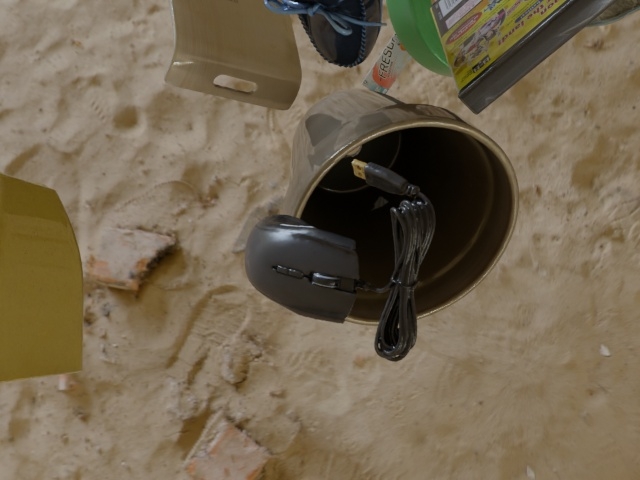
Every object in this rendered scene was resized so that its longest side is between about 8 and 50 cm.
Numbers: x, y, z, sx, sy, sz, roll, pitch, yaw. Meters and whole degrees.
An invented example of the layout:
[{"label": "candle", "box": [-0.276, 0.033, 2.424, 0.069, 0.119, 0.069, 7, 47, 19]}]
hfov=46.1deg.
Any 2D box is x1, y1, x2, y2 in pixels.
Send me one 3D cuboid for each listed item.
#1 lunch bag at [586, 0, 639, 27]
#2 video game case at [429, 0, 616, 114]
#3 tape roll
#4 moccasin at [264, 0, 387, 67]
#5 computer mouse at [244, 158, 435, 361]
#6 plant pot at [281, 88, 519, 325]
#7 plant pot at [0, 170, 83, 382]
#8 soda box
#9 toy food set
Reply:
[{"label": "lunch bag", "box": [0.592, -0.532, 1.478, 0.235, 0.287, 0.169, -33, 98, -15]}, {"label": "video game case", "box": [0.245, -0.290, 0.814, 0.275, 0.035, 0.248, -39, 29, 26]}, {"label": "tape roll", "box": [0.267, -0.451, 1.326, 0.077, 0.321, 0.321, 20, 85, 59]}, {"label": "moccasin", "box": [-0.016, -0.322, 0.866, 0.137, 0.342, 0.117, 6, 58, 23]}, {"label": "computer mouse", "box": [0.000, 0.000, 0.779, 0.262, 0.060, 0.184, 25, 109, 42]}, {"label": "plant pot", "box": [0.083, -0.085, 1.103, 0.323, 0.323, 0.280, -34, 35, 7]}, {"label": "plant pot", "box": [-0.150, 0.012, 0.319, 0.081, 0.081, 0.083, 7, 86, 11]}, {"label": "soda box", "box": [0.162, -0.395, 1.592, 0.058, 0.063, 0.183, 33, 119, -5]}, {"label": "toy food set", "box": [-0.161, -0.355, 1.190, 0.092, 0.219, 0.306, -37, 56, 44]}]
